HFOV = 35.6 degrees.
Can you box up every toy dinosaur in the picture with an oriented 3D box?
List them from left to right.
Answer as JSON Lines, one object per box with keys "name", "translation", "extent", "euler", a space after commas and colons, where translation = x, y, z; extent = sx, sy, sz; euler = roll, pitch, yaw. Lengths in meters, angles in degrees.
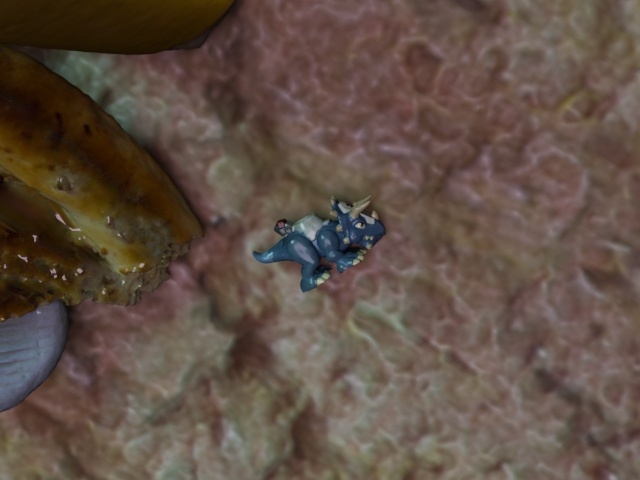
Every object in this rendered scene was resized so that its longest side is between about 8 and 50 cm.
{"name": "toy dinosaur", "translation": [0.000, 0.000, 0.627], "extent": [0.083, 0.030, 0.047], "euler": [-28, 98, 10]}

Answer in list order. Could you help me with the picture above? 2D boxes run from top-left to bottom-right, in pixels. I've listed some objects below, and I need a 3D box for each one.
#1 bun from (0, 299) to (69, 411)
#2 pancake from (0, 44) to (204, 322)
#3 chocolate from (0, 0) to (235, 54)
{"name": "bun", "translation": [-0.233, 0.045, 0.629], "extent": [0.141, 0.083, 0.140], "euler": [-5, 100, -30]}
{"name": "pancake", "translation": [-0.214, 0.003, 0.554], "extent": [0.266, 0.057, 0.244], "euler": [44, 74, -29]}
{"name": "chocolate", "translation": [-0.141, -0.159, 0.397], "extent": [0.162, 0.445, 0.162], "euler": [2, 100, 9]}
